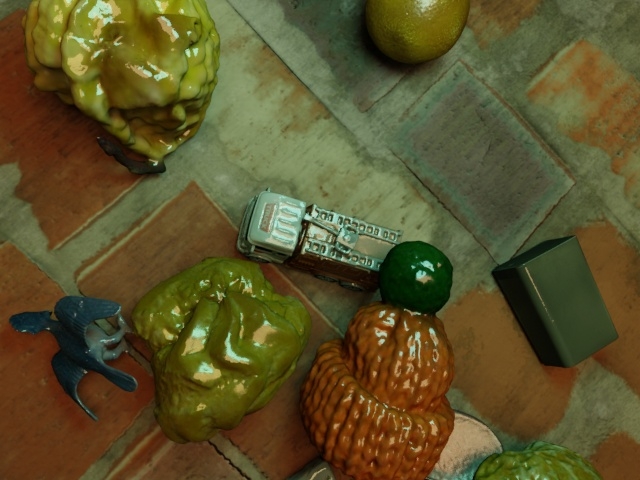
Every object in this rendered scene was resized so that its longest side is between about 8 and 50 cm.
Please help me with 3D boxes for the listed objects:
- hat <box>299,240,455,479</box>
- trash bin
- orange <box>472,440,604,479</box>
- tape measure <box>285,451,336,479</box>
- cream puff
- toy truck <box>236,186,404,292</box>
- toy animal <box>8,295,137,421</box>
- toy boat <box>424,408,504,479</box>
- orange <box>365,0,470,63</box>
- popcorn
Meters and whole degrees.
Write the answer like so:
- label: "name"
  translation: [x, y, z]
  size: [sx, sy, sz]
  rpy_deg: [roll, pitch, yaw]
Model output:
- label: "hat"
  translation: [0.153, 0.216, 1.095]
  size: [0.285, 0.285, 0.400]
  rpy_deg: [31, 98, -7]
- label: "trash bin"
  translation: [0.508, 0.133, 1.327]
  size: [0.164, 0.122, 0.240]
  rpy_deg: [-24, 89, -16]
- label: "orange"
  translation: [0.428, 0.520, 1.133]
  size: [0.369, 0.210, 0.270]
  rpy_deg: [-1, 81, -35]
- label: "tape measure"
  translation: [-0.094, 0.543, 1.119]
  size: [0.330, 0.084, 0.164]
  rpy_deg: [-32, 85, -19]
- label: "cream puff"
  translation: [-0.182, 0.172, 1.068]
  size: [0.323, 0.274, 0.269]
  rpy_deg: [-41, 101, -20]
- label: "toy truck"
  translation: [0.000, 0.000, 1.197]
  size: [0.306, 0.162, 0.136]
  rpy_deg: [16, 77, -11]
- label: "toy animal"
  translation: [-0.419, 0.189, 1.070]
  size: [0.176, 0.255, 0.239]
  rpy_deg: [-11, 124, -39]
- label: "toy boat"
  translation: [0.258, 0.421, 1.243]
  size: [0.228, 0.085, 0.155]
  rpy_deg: [14, 68, 0]
- label: "orange"
  translation: [0.206, -0.492, 1.310]
  size: [0.237, 0.236, 0.236]
  rpy_deg: [2, 80, -14]
- label: "popcorn"
  translation: [-0.343, -0.302, 1.115]
  size: [0.349, 0.349, 0.381]
  rpy_deg: [-9, 108, -16]
